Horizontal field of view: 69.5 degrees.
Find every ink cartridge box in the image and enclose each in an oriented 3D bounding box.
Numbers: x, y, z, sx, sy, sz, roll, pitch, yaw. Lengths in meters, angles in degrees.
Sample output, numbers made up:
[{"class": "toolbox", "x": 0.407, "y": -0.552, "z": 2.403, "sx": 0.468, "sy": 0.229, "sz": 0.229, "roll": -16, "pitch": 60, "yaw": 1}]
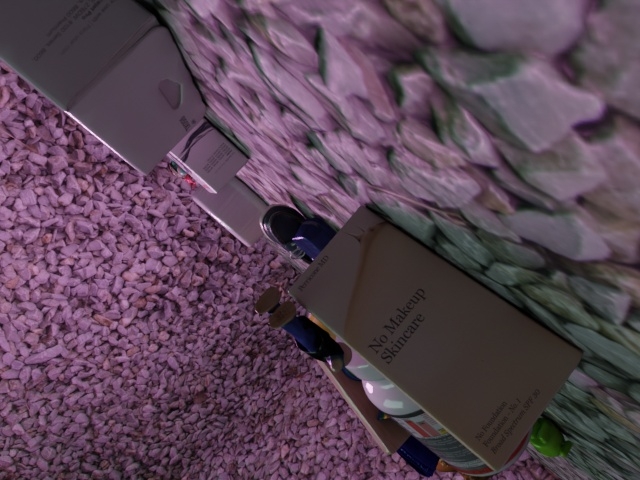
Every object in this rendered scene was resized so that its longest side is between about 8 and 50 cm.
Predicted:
[{"class": "ink cartridge box", "x": -0.280, "y": -0.211, "z": 0.970, "sx": 0.237, "sy": 0.100, "sz": 0.172, "roll": 43, "pitch": 173, "yaw": -17}, {"class": "ink cartridge box", "x": -0.393, "y": -0.309, "z": 0.682, "sx": 0.395, "sy": 0.166, "sz": 0.285, "roll": 39, "pitch": 173, "yaw": 4}]

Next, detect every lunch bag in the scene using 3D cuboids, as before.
[{"class": "lunch bag", "x": 0.000, "y": 0.000, "z": 0.960, "sx": 0.098, "sy": 0.065, "sz": 0.067, "roll": 45, "pitch": 156, "yaw": -24}]

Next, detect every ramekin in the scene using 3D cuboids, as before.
[{"class": "ramekin", "x": -0.276, "y": -0.104, "z": 1.481, "sx": 0.277, "sy": 0.135, "sz": 0.277, "roll": 39, "pitch": 173, "yaw": 6}]

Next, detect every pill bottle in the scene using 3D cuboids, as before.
[{"class": "pill bottle", "x": 0.207, "y": 0.255, "z": 0.848, "sx": 0.363, "sy": 0.210, "sz": 0.210, "roll": 43, "pitch": 173, "yaw": -23}]

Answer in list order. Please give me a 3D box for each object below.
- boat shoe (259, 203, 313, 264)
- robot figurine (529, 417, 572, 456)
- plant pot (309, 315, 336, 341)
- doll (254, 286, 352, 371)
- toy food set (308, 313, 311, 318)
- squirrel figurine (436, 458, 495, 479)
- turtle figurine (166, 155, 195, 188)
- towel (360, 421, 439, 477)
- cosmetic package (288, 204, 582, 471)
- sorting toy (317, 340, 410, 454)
[{"class": "boat shoe", "x": -0.041, "y": 0.003, "z": 1.064, "sx": 0.079, "sy": 0.095, "sz": 0.254, "roll": 36, "pitch": 173, "yaw": 43}, {"class": "robot figurine", "x": 0.499, "y": 0.437, "z": 1.022, "sx": 0.101, "sy": 0.067, "sz": 0.115, "roll": 2, "pitch": 146, "yaw": 46}, {"class": "plant pot", "x": 0.078, "y": 0.232, "z": 1.287, "sx": 0.254, "sy": 0.239, "sz": 0.254, "roll": 40, "pitch": 172, "yaw": 7}, {"class": "doll", "x": -0.010, "y": 0.137, "z": 0.644, "sx": 0.129, "sy": 0.046, "sz": 0.189, "roll": 35, "pitch": 172, "yaw": 45}, {"class": "toy food set", "x": 0.106, "y": 0.253, "z": 1.536, "sx": 0.220, "sy": 0.092, "sz": 0.306, "roll": 39, "pitch": -157, "yaw": 8}, {"class": "squirrel figurine", "x": 0.353, "y": 0.478, "z": 1.337, "sx": 0.370, "sy": 0.281, "sz": 0.397, "roll": 56, "pitch": -177, "yaw": -4}, {"class": "turtle figurine", "x": -0.458, "y": -0.267, "z": 1.557, "sx": 0.175, "sy": 0.118, "sz": 0.234, "roll": 44, "pitch": 178, "yaw": -30}, {"class": "towel", "x": 0.249, "y": 0.376, "z": 1.129, "sx": 0.228, "sy": 0.308, "sz": 0.076, "roll": 43, "pitch": 143, "yaw": -11}, {"class": "cosmetic package", "x": 0.129, "y": 0.111, "z": 0.583, "sx": 0.309, "sy": 0.160, "sz": 0.113, "roll": 36, "pitch": 172, "yaw": 24}, {"class": "sorting toy", "x": 0.170, "y": 0.288, "z": 1.045, "sx": 0.257, "sy": 0.255, "sz": 0.089, "roll": 52, "pitch": 145, "yaw": 10}]
